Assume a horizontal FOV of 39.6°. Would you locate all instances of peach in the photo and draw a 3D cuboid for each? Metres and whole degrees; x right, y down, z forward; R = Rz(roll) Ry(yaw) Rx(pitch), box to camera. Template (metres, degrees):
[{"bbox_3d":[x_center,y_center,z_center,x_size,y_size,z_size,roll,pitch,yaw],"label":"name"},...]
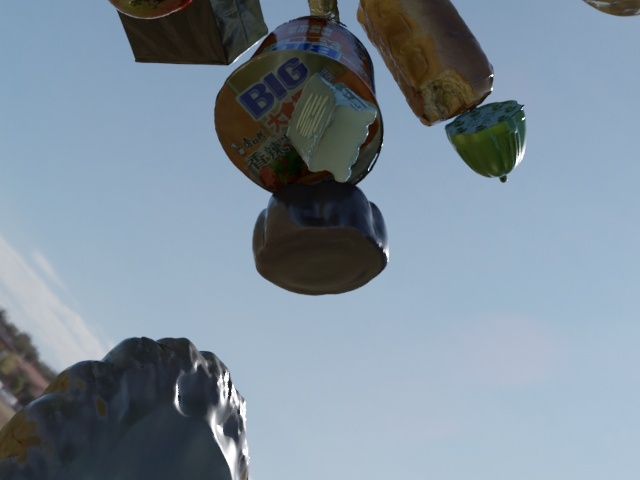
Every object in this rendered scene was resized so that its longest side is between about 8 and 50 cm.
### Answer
[{"bbox_3d":[-0.285,-0.472,1.483,0.197,0.197,0.197,40,-21,19],"label":"peach"}]

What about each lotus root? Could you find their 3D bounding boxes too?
[{"bbox_3d":[0.388,-0.204,1.988,0.186,0.186,0.186,40,-21,19],"label":"lotus root"}]

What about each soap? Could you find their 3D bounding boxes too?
[{"bbox_3d":[0.010,-0.166,1.275,0.063,0.114,0.198,19,14,-18],"label":"soap"}]

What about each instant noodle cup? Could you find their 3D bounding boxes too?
[{"bbox_3d":[-0.025,-0.249,1.562,0.297,0.214,0.296,4,-52,5],"label":"instant noodle cup"}]

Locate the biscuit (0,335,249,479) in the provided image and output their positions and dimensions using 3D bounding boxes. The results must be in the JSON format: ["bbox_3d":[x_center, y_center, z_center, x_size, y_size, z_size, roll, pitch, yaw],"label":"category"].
[{"bbox_3d":[-0.184,0.255,0.787,0.078,0.335,0.329,10,-72,43],"label":"biscuit"}]

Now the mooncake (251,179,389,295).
[{"bbox_3d":[0.000,0.000,1.530,0.245,0.245,0.133,76,9,-53],"label":"mooncake"}]

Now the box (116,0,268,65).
[{"bbox_3d":[-0.241,-0.429,1.671,0.231,0.155,0.148,10,-49,31],"label":"box"}]

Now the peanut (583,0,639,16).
[{"bbox_3d":[0.499,-0.411,1.294,0.158,0.340,0.174,-76,166,-69],"label":"peanut"}]

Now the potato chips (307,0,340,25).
[{"bbox_3d":[0.007,-0.497,1.612,0.057,0.080,0.407,28,-23,14],"label":"potato chips"}]

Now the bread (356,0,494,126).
[{"bbox_3d":[0.224,-0.418,1.871,0.344,0.195,0.149,59,-20,14],"label":"bread"}]
